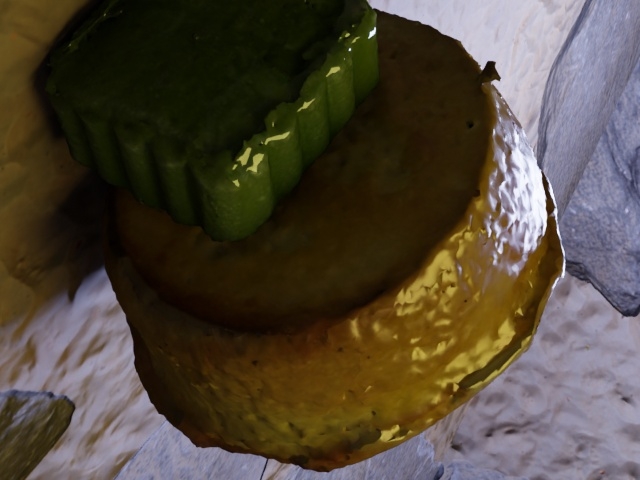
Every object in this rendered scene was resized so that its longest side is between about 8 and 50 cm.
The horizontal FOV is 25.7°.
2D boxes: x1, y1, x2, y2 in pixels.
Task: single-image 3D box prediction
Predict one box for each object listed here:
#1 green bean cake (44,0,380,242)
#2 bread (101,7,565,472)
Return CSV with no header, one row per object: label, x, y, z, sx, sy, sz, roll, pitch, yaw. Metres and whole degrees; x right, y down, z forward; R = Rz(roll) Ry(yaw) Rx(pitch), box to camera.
green bean cake,-0.078,-0.124,1.068,0.214,0.200,0.113,-55,157,-21
bread,0.000,0.000,1.173,0.398,0.398,0.215,-53,144,-20
